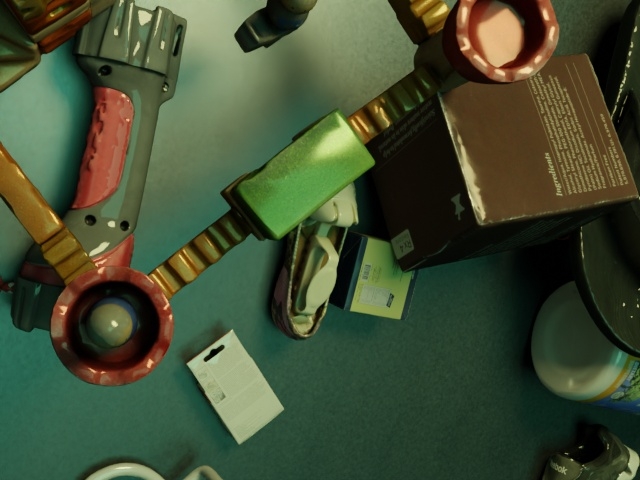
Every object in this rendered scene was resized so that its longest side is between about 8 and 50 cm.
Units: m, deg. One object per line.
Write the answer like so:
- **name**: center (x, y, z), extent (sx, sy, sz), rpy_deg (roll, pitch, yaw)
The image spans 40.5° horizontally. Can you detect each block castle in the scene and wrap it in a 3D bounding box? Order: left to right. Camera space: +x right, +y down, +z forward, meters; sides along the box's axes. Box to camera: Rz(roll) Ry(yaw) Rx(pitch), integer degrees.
- **block castle**: center (-0.074, -0.140, 0.662), extent (0.453, 0.213, 0.303), rpy_deg (-38, 98, -9)

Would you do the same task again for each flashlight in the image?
- **flashlight**: center (-0.206, -0.066, 0.787), extent (0.103, 0.103, 0.304), rpy_deg (11, 93, 11)

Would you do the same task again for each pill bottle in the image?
- **pill bottle**: center (0.419, 0.150, 1.121), extent (0.272, 0.152, 0.152), rpy_deg (15, 93, -28)

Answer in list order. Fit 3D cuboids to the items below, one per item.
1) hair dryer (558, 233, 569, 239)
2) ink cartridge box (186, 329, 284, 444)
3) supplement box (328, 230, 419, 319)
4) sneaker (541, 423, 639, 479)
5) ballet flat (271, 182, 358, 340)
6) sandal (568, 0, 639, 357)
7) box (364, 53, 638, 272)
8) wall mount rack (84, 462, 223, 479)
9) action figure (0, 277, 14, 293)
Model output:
- **hair dryer**: center (0.405, 0.006, 1.052), extent (0.293, 0.080, 0.224), rpy_deg (20, 51, -14)
- **ink cartridge box**: center (-0.094, 0.153, 0.924), extent (0.062, 0.029, 0.115), rpy_deg (-36, 113, -17)
- **supplement box**: center (0.058, 0.038, 0.964), extent (0.083, 0.056, 0.083), rpy_deg (12, 94, -29)
- **sneaker**: center (0.326, 0.337, 1.155), extent (0.234, 0.078, 0.106), rpy_deg (-45, 113, -17)
- **ballet flat**: center (0.000, 0.000, 0.914), extent (0.076, 0.079, 0.222), rpy_deg (9, 95, -28)
- **sandal**: center (0.385, -0.092, 0.975), extent (0.167, 0.107, 0.446), rpy_deg (12, 80, -15)
- **box**: center (0.183, -0.081, 0.914), extent (0.203, 0.168, 0.167), rpy_deg (-9, 77, -26)
- **wall mount rack**: center (-0.157, 0.411, 0.884), extent (0.304, 0.130, 0.350), rpy_deg (-42, 115, -14)
- **action figure**: center (-0.331, 0.040, 0.780), extent (0.115, 0.030, 0.038), rpy_deg (4, 94, -30)
